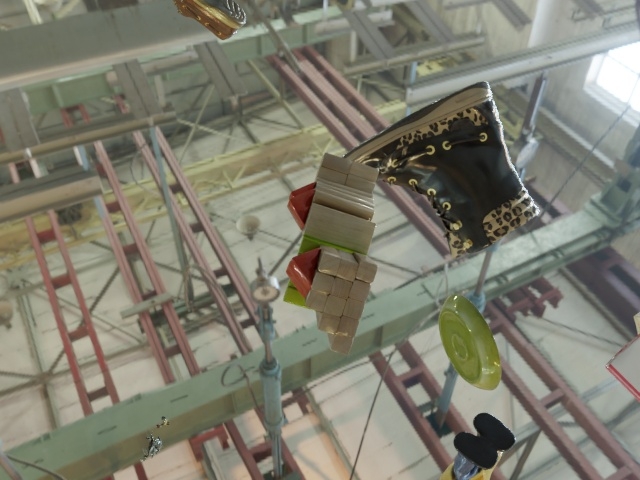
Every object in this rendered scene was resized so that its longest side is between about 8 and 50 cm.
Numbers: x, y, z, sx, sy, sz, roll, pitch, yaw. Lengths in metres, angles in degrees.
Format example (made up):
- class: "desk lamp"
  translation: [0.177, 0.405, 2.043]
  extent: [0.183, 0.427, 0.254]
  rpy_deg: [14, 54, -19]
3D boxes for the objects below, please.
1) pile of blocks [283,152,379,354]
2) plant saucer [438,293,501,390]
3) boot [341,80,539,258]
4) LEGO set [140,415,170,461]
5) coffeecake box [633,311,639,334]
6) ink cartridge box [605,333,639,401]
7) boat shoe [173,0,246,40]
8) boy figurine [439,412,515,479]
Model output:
- class: "pile of blocks"
  translation: [0.000, 0.000, 0.829]
  extent: [0.112, 0.149, 0.362]
  rpy_deg: [18, -150, -4]
- class: "plant saucer"
  translation: [0.343, 0.246, 1.504]
  extent: [0.037, 0.241, 0.241]
  rpy_deg: [-17, -131, -15]
- class: "boot"
  translation: [0.205, -0.096, 1.208]
  extent: [0.377, 0.284, 0.138]
  rpy_deg: [-29, -174, 3]
- class: "LEGO set"
  translation: [-0.288, 0.355, 1.120]
  extent: [0.023, 0.054, 0.083]
  rpy_deg: [16, -107, 19]
- class: "coffeecake box"
  translation: [0.793, 0.167, 1.339]
  extent: [0.142, 0.068, 0.185]
  rpy_deg: [-21, -173, -33]
- class: "ink cartridge box"
  translation: [0.545, 0.216, 0.947]
  extent: [0.217, 0.092, 0.159]
  rpy_deg: [13, -149, -51]
- class: "boat shoe"
  translation: [-0.205, -0.378, 0.995]
  extent: [0.178, 0.060, 0.064]
  rpy_deg: [30, -137, -26]
- class: "boy figurine"
  translation: [0.279, 0.447, 1.187]
  extent: [0.177, 0.285, 0.092]
  rpy_deg: [-31, -130, -30]
